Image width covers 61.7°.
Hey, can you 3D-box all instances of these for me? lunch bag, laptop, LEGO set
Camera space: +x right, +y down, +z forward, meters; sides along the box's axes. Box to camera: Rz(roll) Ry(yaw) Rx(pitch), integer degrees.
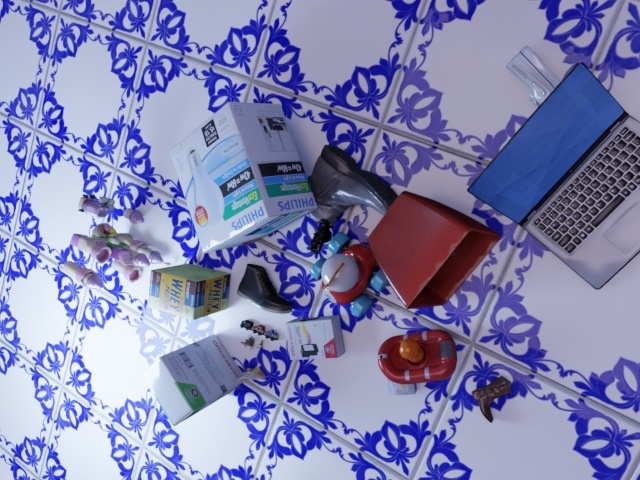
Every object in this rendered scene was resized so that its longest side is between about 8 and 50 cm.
[{"bbox_3d":[0.250,0.436,1.651,0.083,0.053,0.071,-10,91,16],"label":"lunch bag"},{"bbox_3d":[0.657,-0.135,1.308,0.408,0.236,0.382,44,111,16],"label":"laptop"},{"bbox_3d":[-0.239,0.363,1.898,0.083,0.023,0.054,20,105,9],"label":"LEGO set"}]

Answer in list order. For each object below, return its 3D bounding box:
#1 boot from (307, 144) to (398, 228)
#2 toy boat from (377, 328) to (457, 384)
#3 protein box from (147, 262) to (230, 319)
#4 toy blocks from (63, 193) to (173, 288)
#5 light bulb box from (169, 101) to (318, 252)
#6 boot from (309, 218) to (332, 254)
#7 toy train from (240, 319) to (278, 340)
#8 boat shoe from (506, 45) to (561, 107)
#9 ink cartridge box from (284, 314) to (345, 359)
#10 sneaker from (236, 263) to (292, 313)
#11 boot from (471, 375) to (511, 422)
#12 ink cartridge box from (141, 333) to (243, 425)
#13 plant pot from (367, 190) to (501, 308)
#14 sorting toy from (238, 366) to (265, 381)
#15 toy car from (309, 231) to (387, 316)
[{"bbox_3d":[0.085,-0.120,1.668,0.338,0.118,0.223,44,117,23],"label":"boot"},{"bbox_3d":[0.271,0.329,1.557,0.230,0.151,0.151,-15,55,25],"label":"toy boat"},{"bbox_3d":[-0.459,0.175,1.886,0.201,0.199,0.136,11,99,24],"label":"protein box"},{"bbox_3d":[-0.721,0.027,1.957,0.259,0.288,0.309,24,101,26],"label":"toy blocks"},{"bbox_3d":[-0.250,-0.193,1.701,0.357,0.225,0.362,-25,83,42],"label":"light bulb box"},{"bbox_3d":[0.001,0.000,1.671,0.045,0.121,0.099,14,60,12],"label":"boot"},{"bbox_3d":[-0.212,0.313,1.877,0.158,0.027,0.036,18,91,24],"label":"toy train"},{"bbox_3d":[0.590,-0.391,1.408,0.084,0.095,0.258,-40,67,27],"label":"boat shoe"},{"bbox_3d":[-0.020,0.321,1.758,0.174,0.072,0.128,-9,91,25],"label":"ink cartridge box"},{"bbox_3d":[-0.184,0.163,1.818,0.221,0.083,0.118,21,102,24],"label":"sneaker"},{"bbox_3d":[0.509,0.456,1.540,0.114,0.037,0.107,-33,82,19],"label":"boot"},{"bbox_3d":[-0.430,0.473,1.849,0.121,0.289,0.211,-43,76,25],"label":"ink cartridge box"},{"bbox_3d":[0.293,0.010,1.494,0.236,0.267,0.267,45,111,28],"label":"plant pot"},{"bbox_3d":[-0.250,0.477,1.879,0.083,0.075,0.045,-13,89,25],"label":"sorting toy"},{"bbox_3d":[0.058,0.111,1.613,0.219,0.238,0.210,42,110,17],"label":"toy car"}]
